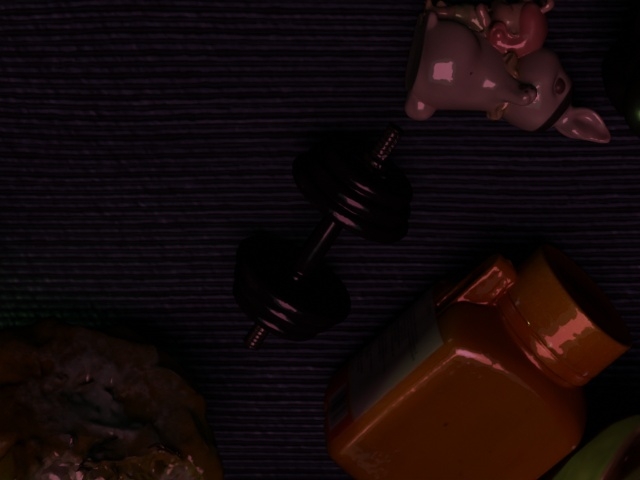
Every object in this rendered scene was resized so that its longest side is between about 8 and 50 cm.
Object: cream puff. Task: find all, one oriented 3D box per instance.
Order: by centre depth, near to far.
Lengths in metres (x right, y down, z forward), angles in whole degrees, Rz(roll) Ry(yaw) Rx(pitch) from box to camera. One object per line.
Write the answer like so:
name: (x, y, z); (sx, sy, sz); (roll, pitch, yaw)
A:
cream puff: (-0.191, 0.162, 0.990); (0.221, 0.195, 0.195); (7, 118, -17)

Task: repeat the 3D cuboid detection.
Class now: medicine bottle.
medicine bottle: (0.124, 0.111, 0.985); (0.149, 0.112, 0.222); (40, 111, -18)

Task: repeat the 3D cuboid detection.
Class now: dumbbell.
dumbbell: (0.000, 0.000, 0.935); (0.099, 0.099, 0.208); (28, 113, -14)

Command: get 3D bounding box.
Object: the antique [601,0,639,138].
antique: (0.350, -0.114, 0.830); (0.322, 0.185, 0.255); (38, 110, -21)

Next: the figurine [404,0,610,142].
figurine: (0.137, -0.122, 0.882); (0.146, 0.081, 0.098); (9, 117, -4)

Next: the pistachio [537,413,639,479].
pistachio: (0.226, 0.247, 1.010); (0.162, 0.181, 0.293); (49, 142, 16)
